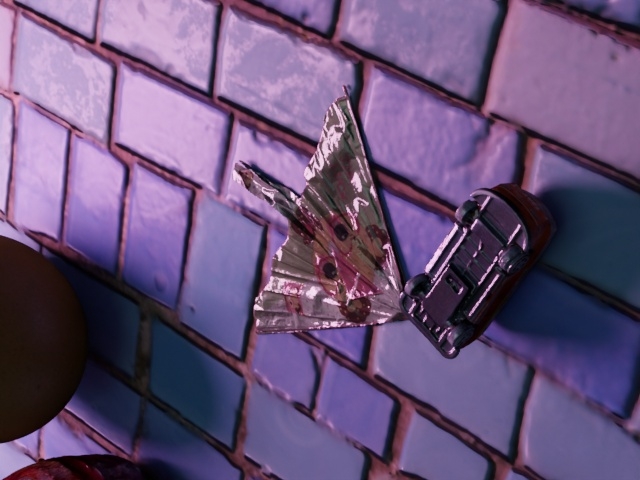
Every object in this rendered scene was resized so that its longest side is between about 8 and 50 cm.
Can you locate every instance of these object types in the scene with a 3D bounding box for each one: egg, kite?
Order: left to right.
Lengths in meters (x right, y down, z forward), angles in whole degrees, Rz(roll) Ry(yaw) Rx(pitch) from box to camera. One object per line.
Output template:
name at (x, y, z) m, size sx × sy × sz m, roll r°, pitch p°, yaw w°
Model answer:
egg at (-0.421, 0.112, 1.814) m, size 0.322 × 0.250 × 0.250 m, roll 19°, pitch 117°, yaw 47°
kite at (0.000, 0.000, 1.531) m, size 0.268 × 0.013 × 0.323 m, roll 42°, pitch 129°, yaw 26°

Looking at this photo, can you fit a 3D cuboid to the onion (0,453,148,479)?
onion at (-0.334, 0.415, 1.818) m, size 0.282 × 0.260 × 0.336 m, roll 55°, pitch 141°, yaw 29°

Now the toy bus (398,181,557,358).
toy bus at (0.145, 0.022, 1.347) m, size 0.079 × 0.077 × 0.174 m, roll 49°, pitch 131°, yaw 22°
